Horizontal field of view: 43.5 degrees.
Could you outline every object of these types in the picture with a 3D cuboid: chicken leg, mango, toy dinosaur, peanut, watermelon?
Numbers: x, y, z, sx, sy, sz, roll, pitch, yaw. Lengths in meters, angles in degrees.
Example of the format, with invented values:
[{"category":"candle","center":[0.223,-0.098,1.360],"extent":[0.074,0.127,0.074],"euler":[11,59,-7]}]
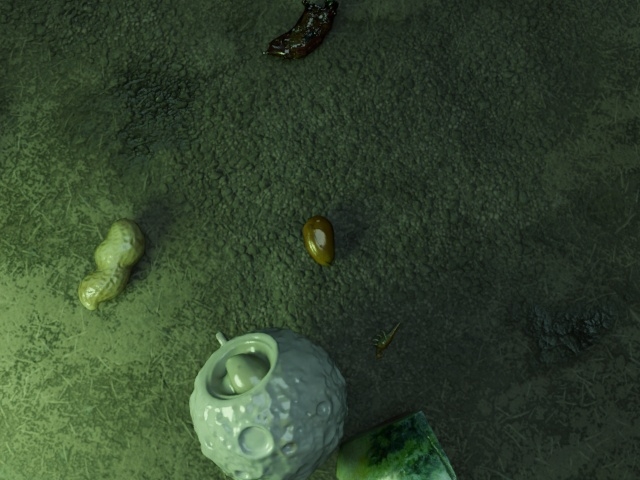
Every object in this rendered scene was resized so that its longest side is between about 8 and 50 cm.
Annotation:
[{"category":"chicken leg","center":[-0.039,-0.529,2.025],"extent":[0.105,0.063,0.234],"euler":[35,79,8]},{"category":"mango","center":[0.000,0.000,1.920],"extent":[0.077,0.063,0.127],"euler":[-10,79,-14]},{"category":"toy dinosaur","center":[0.152,0.229,1.903],"extent":[0.041,0.026,0.113],"euler":[30,87,-5]},{"category":"peanut","center":[-0.481,0.057,1.858],"extent":[0.104,0.086,0.228],"euler":[21,79,9]},{"category":"watermelon","center":[0.188,0.492,1.774],"extent":[0.231,0.310,0.193],"euler":[-14,77,-46]}]

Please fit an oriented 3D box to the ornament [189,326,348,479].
[{"category":"ornament","center":[-0.102,0.357,1.708],"extent":[0.337,0.337,0.337],"euler":[1,78,-5]}]
